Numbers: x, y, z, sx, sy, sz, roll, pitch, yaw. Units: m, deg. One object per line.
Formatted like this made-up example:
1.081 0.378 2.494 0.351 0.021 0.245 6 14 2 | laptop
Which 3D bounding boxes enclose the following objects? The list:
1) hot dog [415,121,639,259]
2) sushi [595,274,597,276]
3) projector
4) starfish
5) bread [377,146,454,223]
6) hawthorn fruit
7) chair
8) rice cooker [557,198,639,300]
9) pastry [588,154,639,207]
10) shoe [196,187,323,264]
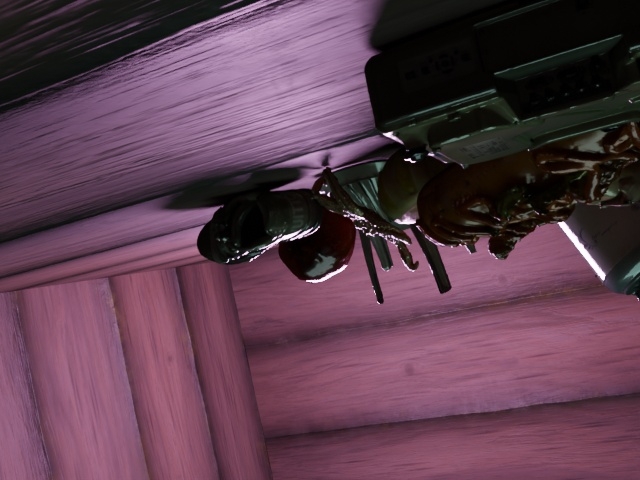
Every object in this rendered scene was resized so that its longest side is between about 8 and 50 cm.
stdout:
0.250 -0.078 0.750 0.158 0.117 0.349 -2 155 -37 | hot dog
0.677 -0.092 1.270 0.068 0.320 0.339 18 165 -20 | sushi
0.188 -0.127 0.537 0.269 0.088 0.193 -13 175 22 | projector
0.070 -0.025 1.054 0.053 0.209 0.150 -48 -173 0 | starfish
0.180 -0.098 0.963 0.213 0.105 0.213 -13 167 -3 | bread
0.000 0.000 1.626 0.185 0.185 0.202 -14 -179 31 | hawthorn fruit
0.129 -0.040 1.205 0.203 0.275 0.190 -15 -160 29 | chair
0.510 -0.076 1.131 0.316 0.317 0.264 -11 148 -34 | rice cooker
0.351 -0.119 0.874 0.165 0.166 0.088 -11 170 -22 | pastry
-0.145 -0.024 1.176 0.292 0.109 0.149 -18 171 38 | shoe
